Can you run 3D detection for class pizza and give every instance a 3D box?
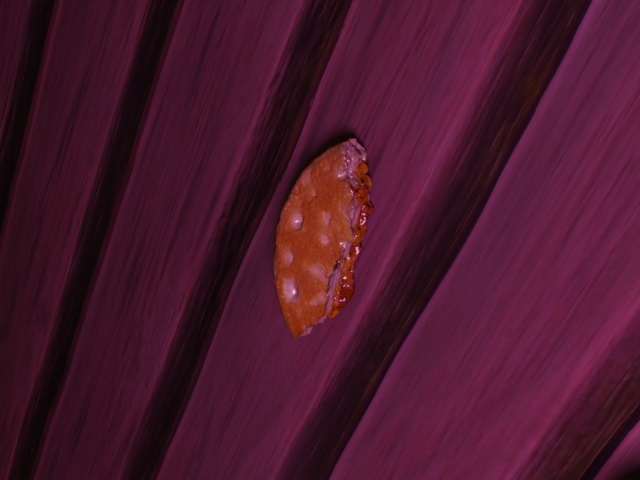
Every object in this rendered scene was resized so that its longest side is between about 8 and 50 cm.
[{"bbox_3d":[0.003,0.000,1.126,0.127,0.058,0.246,19,110,41],"label":"pizza"}]
